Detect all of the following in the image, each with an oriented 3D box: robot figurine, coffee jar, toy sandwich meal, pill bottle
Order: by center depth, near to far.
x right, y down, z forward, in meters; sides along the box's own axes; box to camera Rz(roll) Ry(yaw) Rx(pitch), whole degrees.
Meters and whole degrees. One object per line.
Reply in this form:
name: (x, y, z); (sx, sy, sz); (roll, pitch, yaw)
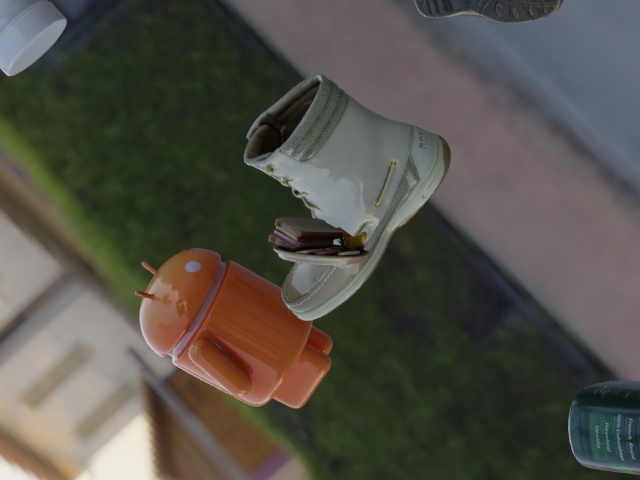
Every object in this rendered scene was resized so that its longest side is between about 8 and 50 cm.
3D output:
pill bottle: (-0.211, -0.158, 1.131); (0.120, 0.067, 0.067); (45, 176, 2)
toy sandwich meal: (0.000, 0.000, 1.511); (0.085, 0.086, 0.029); (-148, 61, -75)
coffee jar: (0.305, 0.164, 1.612); (0.184, 0.096, 0.079); (-1, 93, 57)
robot figurine: (-0.095, 0.091, 1.979); (0.219, 0.158, 0.128); (30, 152, -10)

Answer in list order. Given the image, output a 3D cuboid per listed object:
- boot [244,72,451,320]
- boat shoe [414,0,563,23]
boot: (-0.007, -0.037, 1.666); (0.165, 0.213, 0.077); (26, -157, -34)
boat shoe: (0.187, -0.268, 2.025); (0.178, 0.060, 0.064); (6, 105, 37)
